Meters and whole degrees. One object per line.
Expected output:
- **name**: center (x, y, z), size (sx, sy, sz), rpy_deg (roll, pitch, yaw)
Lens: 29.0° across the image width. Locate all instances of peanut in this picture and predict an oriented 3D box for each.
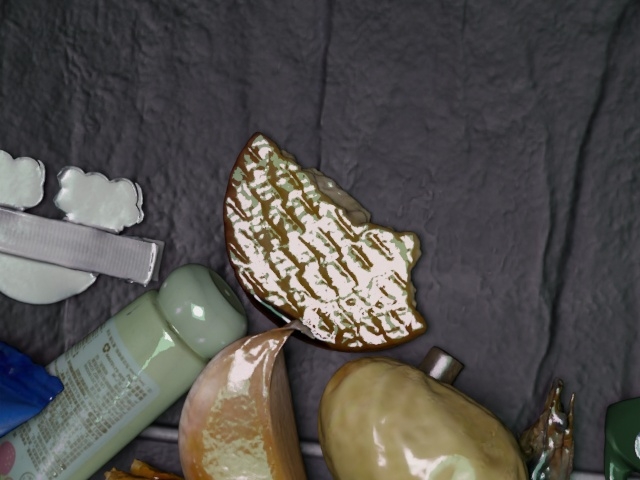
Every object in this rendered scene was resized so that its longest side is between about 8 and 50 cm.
- **peanut**: center (0.117, 0.227, 1.035), size (0.147, 0.147, 0.319), rpy_deg (-37, 74, 4)

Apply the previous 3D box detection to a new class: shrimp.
- **shrimp**: center (0.153, 0.233, 1.114), size (0.143, 0.052, 0.251), rpy_deg (21, 91, 10)

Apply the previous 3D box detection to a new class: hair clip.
- **hair clip**: center (-0.253, -0.005, 1.170), size (0.220, 0.054, 0.140), rpy_deg (13, 94, 9)

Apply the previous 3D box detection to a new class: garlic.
- **garlic**: center (-0.070, 0.166, 1.093), size (0.115, 0.128, 0.207), rpy_deg (-5, 101, -12)

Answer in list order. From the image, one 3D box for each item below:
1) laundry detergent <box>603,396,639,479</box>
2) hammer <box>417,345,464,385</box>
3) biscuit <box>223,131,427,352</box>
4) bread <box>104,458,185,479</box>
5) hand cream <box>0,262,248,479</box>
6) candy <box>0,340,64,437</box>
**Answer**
- **laundry detergent**: center (0.323, 0.235, 1.070), size (0.137, 0.063, 0.211), rpy_deg (-13, 77, 19)
- **hammer**: center (0.021, 0.259, 1.134), size (0.111, 0.043, 0.365), rpy_deg (33, 90, 8)
- **biscuit**: center (0.000, 0.000, 1.150), size (0.176, 0.031, 0.229), rpy_deg (-17, 84, 5)
- **bread**: center (-0.211, 0.387, 1.122), size (0.185, 0.109, 0.380), rpy_deg (9, 86, 27)
- **hand cream**: center (-0.204, 0.141, 1.135), size (0.306, 0.093, 0.147), rpy_deg (-38, 57, 4)
- **candy**: center (-0.400, 0.178, 1.062), size (0.187, 0.077, 0.331), rpy_deg (30, 51, 31)
